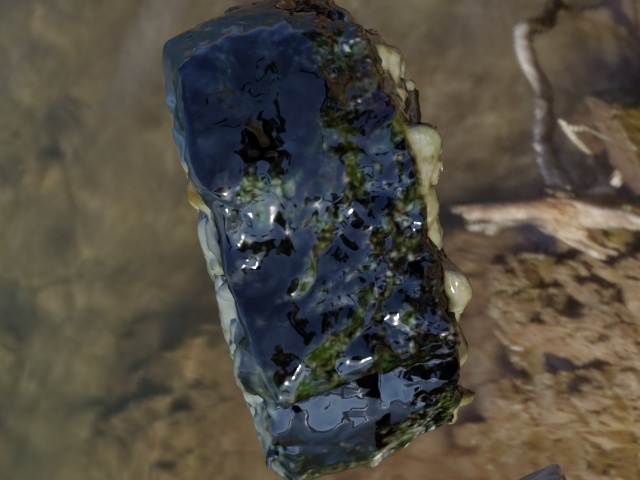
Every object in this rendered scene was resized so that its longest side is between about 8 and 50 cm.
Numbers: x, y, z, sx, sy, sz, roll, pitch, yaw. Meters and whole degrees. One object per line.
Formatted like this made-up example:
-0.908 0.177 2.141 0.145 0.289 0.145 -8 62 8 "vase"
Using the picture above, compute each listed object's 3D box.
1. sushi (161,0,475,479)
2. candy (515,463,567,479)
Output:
0.000 0.000 0.902 0.171 0.211 0.350 -13 104 -6 "sushi"
0.198 0.291 0.929 0.157 0.214 0.289 -27 25 5 "candy"
